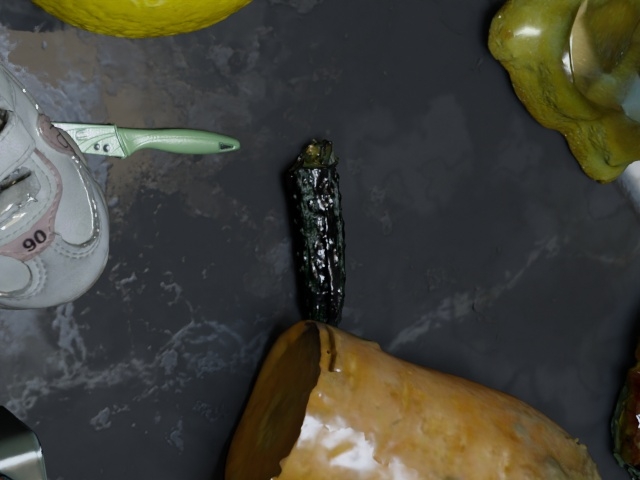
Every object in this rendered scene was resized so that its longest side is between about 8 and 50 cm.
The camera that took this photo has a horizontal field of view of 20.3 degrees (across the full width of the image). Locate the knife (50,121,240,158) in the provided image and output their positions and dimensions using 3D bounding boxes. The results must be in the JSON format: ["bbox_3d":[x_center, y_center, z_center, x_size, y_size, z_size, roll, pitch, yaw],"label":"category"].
[{"bbox_3d":[-0.165,-0.085,1.545,0.207,0.014,0.030,3,97,-25],"label":"knife"}]

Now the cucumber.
[{"bbox_3d":[0.000,0.000,1.621,0.053,0.053,0.181,-12,105,-25],"label":"cucumber"}]

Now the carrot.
[{"bbox_3d":[0.089,0.222,1.603,0.340,0.224,0.224,25,86,-20],"label":"carrot"}]

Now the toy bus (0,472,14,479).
[{"bbox_3d":[-0.267,0.193,1.387,0.110,0.031,0.043,36,78,-23],"label":"toy bus"}]

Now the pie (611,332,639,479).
[{"bbox_3d":[0.450,0.168,1.838,0.354,0.103,0.288,37,81,-22],"label":"pie"}]

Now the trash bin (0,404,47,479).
[{"bbox_3d":[-0.341,0.253,1.446,0.240,0.122,0.164,-16,105,-22],"label":"trash bin"}]

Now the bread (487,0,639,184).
[{"bbox_3d":[0.271,-0.171,1.710,0.233,0.088,0.161,42,75,-26],"label":"bread"}]

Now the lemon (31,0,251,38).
[{"bbox_3d":[-0.140,-0.290,1.385,0.293,0.293,0.293,-4,99,-26],"label":"lemon"}]

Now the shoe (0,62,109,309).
[{"bbox_3d":[-0.294,-0.067,1.377,0.351,0.198,0.172,44,82,-23],"label":"shoe"}]
